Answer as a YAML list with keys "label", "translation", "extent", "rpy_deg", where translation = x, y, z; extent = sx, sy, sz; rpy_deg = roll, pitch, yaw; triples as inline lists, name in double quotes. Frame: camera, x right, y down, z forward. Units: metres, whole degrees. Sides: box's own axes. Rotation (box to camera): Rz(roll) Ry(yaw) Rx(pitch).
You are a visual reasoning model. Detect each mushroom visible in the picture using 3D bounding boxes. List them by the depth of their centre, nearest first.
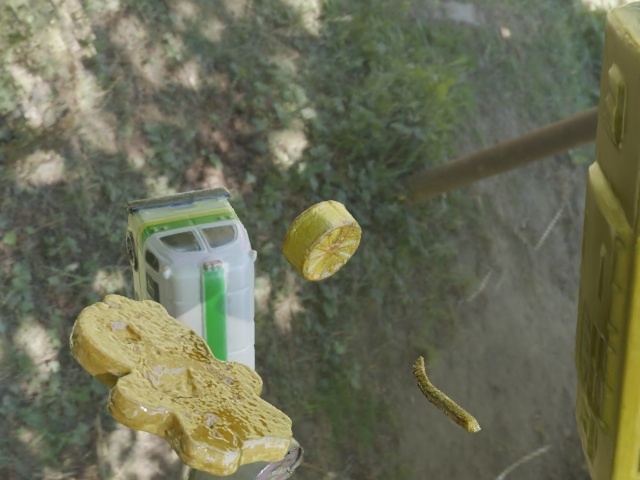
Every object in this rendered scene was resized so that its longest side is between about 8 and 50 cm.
- label: "mushroom"
  translation: [-0.115, 0.317, 1.276]
  extent: [0.117, 0.188, 0.141]
  rpy_deg: [44, 9, 10]

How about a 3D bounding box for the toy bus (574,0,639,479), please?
- label: "toy bus"
  translation: [0.195, -0.014, 0.462]
  extent: [0.121, 0.123, 0.335]
  rpy_deg: [-81, 168, -61]

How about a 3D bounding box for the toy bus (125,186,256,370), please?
- label: "toy bus"
  translation: [-0.164, 0.104, 1.255]
  extent: [0.143, 0.179, 0.305]
  rpy_deg: [-11, 123, -22]

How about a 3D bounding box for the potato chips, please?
- label: "potato chips"
  translation: [0.188, 0.243, 1.474]
  extent: [0.026, 0.037, 0.204]
  rpy_deg: [64, -8, -27]

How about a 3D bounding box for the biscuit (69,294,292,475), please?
- label: "biscuit"
  translation: [-0.139, 0.129, 0.876]
  extent: [0.184, 0.249, 0.035]
  rpy_deg: [-1, 122, -56]

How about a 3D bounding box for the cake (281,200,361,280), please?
- label: "cake"
  translation: [0.000, 0.000, 0.957]
  extent: [0.044, 0.084, 0.084]
  rpy_deg: [48, 21, 30]
